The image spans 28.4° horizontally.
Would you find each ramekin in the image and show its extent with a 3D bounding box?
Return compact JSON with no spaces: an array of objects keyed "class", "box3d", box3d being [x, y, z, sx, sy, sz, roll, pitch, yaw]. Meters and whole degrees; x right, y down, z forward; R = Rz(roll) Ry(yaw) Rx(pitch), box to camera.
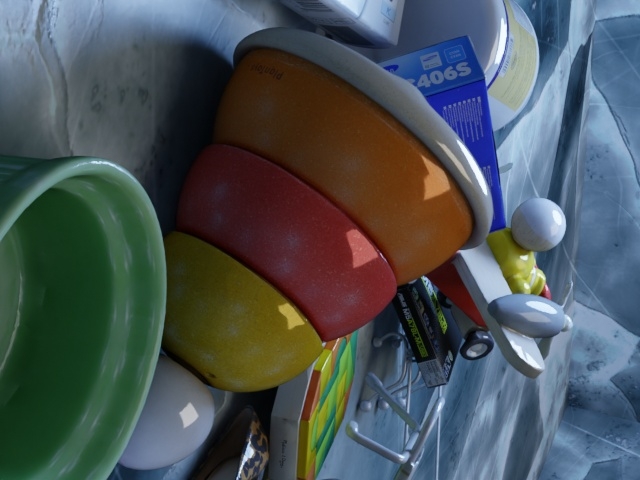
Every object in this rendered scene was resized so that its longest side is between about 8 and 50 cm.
[{"class":"ramekin","box3d":[-0.259,0.072,1.000,0.303,0.148,0.303,11,90,-69]}]

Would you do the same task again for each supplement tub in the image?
[{"class":"supplement tub","box3d":[0.178,-0.269,1.811,0.331,0.241,0.241,7,94,-69]}]

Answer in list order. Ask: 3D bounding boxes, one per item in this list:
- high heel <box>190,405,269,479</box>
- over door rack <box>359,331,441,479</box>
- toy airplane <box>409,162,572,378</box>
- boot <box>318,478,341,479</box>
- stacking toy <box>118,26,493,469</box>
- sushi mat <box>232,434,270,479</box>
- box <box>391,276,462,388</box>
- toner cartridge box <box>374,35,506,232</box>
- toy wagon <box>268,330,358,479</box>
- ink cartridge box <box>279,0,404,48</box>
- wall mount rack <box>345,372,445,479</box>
[{"class":"high heel","box3d":[-0.140,0.277,1.537,0.261,0.093,0.186,38,53,-63]},{"class":"over door rack","box3d":[0.158,0.327,2.230,0.239,0.108,0.324,14,67,-69]},{"class":"toy airplane","box3d":[0.251,0.008,1.999,0.386,0.272,0.384,57,15,-2]},{"class":"boot","box3d":[-0.127,0.417,1.367,0.377,0.138,0.284,-39,169,26]},{"class":"stacking toy","box3d":[-0.075,0.041,1.371,0.480,0.351,0.350,-51,152,-14]},{"class":"sushi mat","box3d":[-0.124,0.419,1.717,0.151,0.019,0.316,36,68,-69]},{"class":"box","box3d":[0.184,0.130,2.183,0.190,0.045,0.184,68,24,-15]},{"class":"toner cartridge box","box3d":[0.144,-0.110,1.658,0.347,0.165,0.075,70,3,-57]},{"class":"toy wagon","box3d":[-0.001,0.186,1.782,0.344,0.068,0.267,-58,157,-56]},{"class":"ink cartridge box","box3d":[0.036,-0.453,1.513,0.308,0.091,0.384,15,86,-65]},{"class":"wall mount rack","box3d":[0.058,0.343,1.840,0.350,0.131,0.304,-64,173,10]}]
